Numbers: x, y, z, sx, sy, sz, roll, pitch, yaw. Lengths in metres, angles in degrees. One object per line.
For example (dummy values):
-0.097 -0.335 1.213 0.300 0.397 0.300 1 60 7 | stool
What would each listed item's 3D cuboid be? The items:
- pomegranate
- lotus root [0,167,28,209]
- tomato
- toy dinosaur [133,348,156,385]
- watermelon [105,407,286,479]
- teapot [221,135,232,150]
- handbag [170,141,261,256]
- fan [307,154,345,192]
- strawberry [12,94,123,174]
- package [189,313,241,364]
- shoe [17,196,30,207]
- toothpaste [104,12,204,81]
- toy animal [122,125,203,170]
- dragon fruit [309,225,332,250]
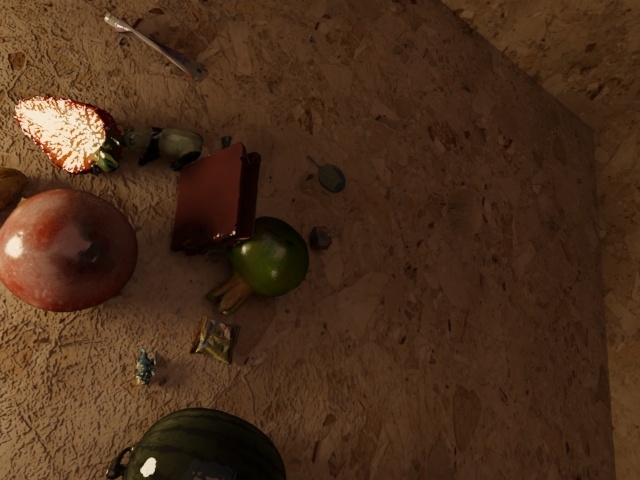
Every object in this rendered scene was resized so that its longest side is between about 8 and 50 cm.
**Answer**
-0.173 0.075 1.108 0.236 0.236 0.302 47 68 -6 | pomegranate
-0.778 -0.084 0.888 0.110 0.097 0.258 42 53 -6 | lotus root
-0.534 0.023 0.886 0.270 0.227 0.270 3 86 -50 | tomato
-0.421 0.303 0.976 0.047 0.030 0.083 13 65 -28 | toy dinosaur
-0.247 0.499 0.849 0.359 0.279 0.279 30 59 -11 | watermelon
-0.292 -0.276 1.275 0.043 0.043 0.111 5 64 -28 | teapot
-0.277 -0.105 1.086 0.084 0.260 0.275 30 57 -50 | handbag
0.019 -0.244 1.459 0.175 0.005 0.113 41 56 -10 | fan
-0.604 -0.267 1.028 0.286 0.188 0.106 29 18 0 | strawberry
-0.274 0.261 1.077 0.121 0.031 0.108 26 61 -25 | package
-0.653 -0.071 0.969 0.109 0.072 0.069 2 108 -24 | shoe
-0.512 -0.606 1.273 0.301 0.048 0.075 25 33 -27 | toothpaste
-0.438 -0.264 1.136 0.225 0.121 0.094 5 69 -27 | toy animal
0.000 0.000 1.319 0.056 0.060 0.083 -2 62 -32 | dragon fruit
